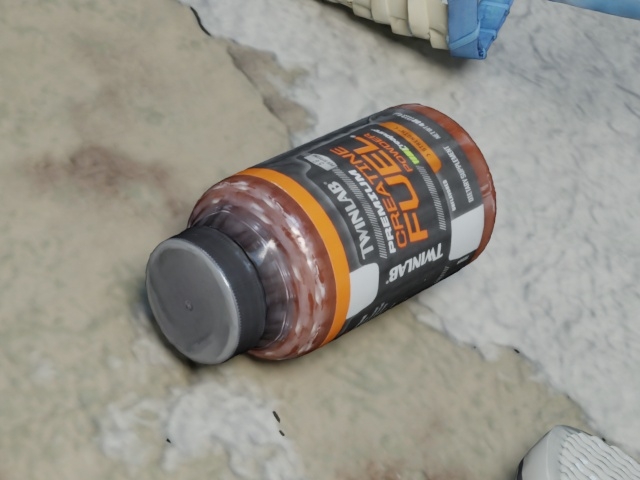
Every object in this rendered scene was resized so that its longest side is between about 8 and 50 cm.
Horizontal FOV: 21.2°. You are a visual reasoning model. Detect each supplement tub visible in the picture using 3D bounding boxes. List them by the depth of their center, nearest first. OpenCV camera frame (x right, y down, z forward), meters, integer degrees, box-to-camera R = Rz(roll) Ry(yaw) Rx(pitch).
[{"bbox_3d":[0.000,0.000,0.931,0.198,0.106,0.106,-27,69,-41],"label":"supplement tub"}]

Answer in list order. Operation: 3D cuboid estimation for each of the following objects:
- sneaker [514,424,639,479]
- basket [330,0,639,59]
[{"bbox_3d":[0.133,0.212,0.826,0.126,0.127,0.321,29,20,-12],"label":"sneaker"},{"bbox_3d":[0.131,-0.240,1.118,0.289,0.201,0.254,10,41,21],"label":"basket"}]
